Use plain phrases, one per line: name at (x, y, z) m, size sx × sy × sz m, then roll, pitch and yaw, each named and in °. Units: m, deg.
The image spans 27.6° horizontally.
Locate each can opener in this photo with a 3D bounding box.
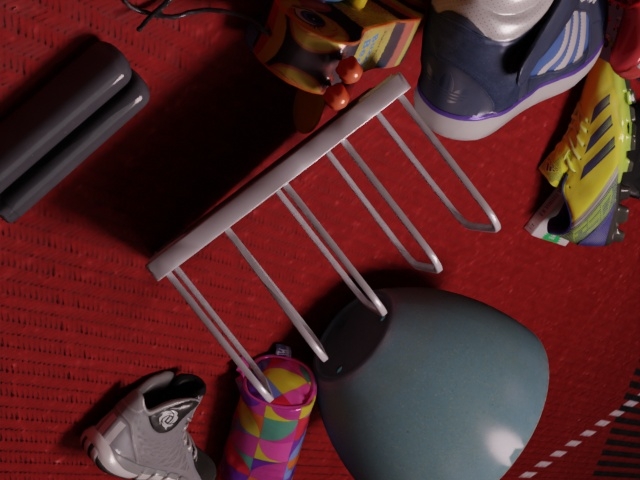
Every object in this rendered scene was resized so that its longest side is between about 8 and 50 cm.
can opener at (-0.246, -0.035, 1.054) m, size 0.283 × 0.095 × 0.076 m, roll -42°, pitch 151°, yaw -4°

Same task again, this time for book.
book at (0.355, -0.062, 1.816) m, size 0.096 × 0.035 × 0.144 m, roll 13°, pitch 119°, yaw -51°

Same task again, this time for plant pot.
plant pot at (0.105, 0.170, 1.599) m, size 0.195 × 0.290 × 0.290 m, roll 40°, pitch 96°, yaw -26°

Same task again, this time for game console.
game console at (0.428, -0.123, 1.795) m, size 0.107 × 0.071 × 0.122 m, roll 14°, pitch 96°, yaw -18°

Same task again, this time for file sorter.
file sorter at (0.000, 0.000, 1.222) m, size 0.278 × 0.173 × 0.193 m, roll -37°, pitch -176°, yaw -3°

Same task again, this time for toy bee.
toy bee at (-0.003, -0.167, 1.123) m, size 0.298 × 0.162 × 0.195 m, roll -26°, pitch 147°, yaw -29°

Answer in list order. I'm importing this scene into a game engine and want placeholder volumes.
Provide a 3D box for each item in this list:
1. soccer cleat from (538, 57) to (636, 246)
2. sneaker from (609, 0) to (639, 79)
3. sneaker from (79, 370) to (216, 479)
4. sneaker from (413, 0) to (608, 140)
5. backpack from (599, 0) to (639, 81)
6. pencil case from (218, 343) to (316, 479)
soccer cleat at (0.341, -0.112, 1.675) m, size 0.093 × 0.121 × 0.289 m, roll -70°, pitch 160°, yaw -50°
sneaker at (0.319, -0.286, 1.337) m, size 0.128 × 0.087 × 0.221 m, roll 22°, pitch 88°, yaw -24°
sneaker at (-0.158, 0.216, 1.484) m, size 0.132 × 0.086 × 0.229 m, roll -50°, pitch 149°, yaw 6°
sneaker at (0.215, -0.256, 1.257) m, size 0.323 × 0.130 × 0.236 m, roll -40°, pitch 156°, yaw -39°
backpack at (0.399, -0.277, 1.485) m, size 0.117 × 0.158 × 0.173 m, roll -9°, pitch 124°, yaw -20°
pencil case at (-0.069, 0.239, 1.610) m, size 0.104 × 0.104 × 0.236 m, roll -22°, pitch 141°, yaw -34°
